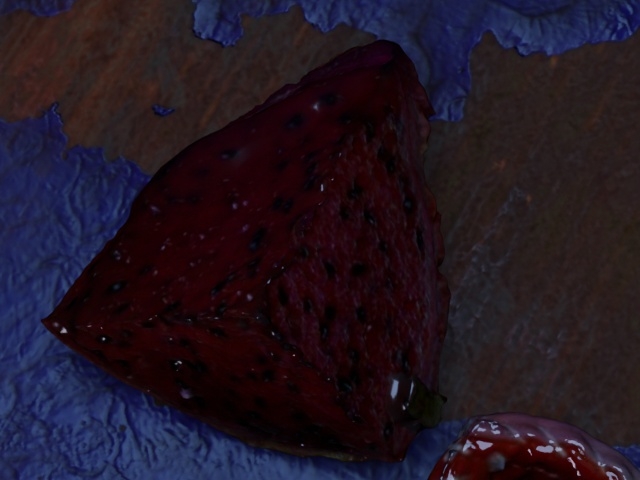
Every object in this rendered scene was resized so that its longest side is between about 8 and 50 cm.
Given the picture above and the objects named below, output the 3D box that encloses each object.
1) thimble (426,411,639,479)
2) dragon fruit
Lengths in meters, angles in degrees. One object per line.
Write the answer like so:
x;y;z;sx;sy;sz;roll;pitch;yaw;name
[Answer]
0.164;0.226;1.404;0.189;0.125;0.163;28;74;9;thimble
0.000;0.000;1.424;0.302;0.240;0.330;30;82;-9;dragon fruit
